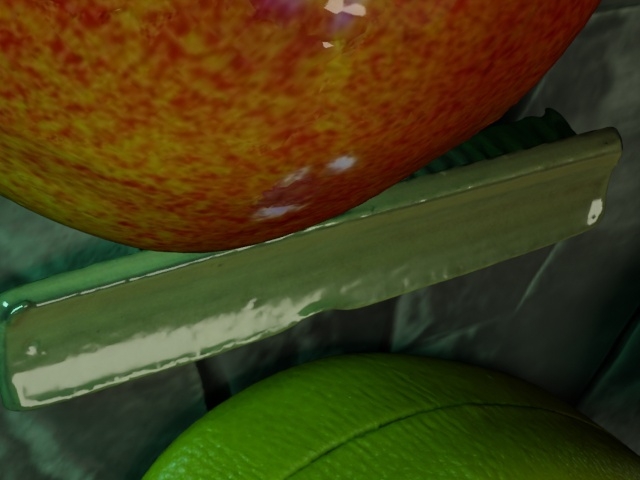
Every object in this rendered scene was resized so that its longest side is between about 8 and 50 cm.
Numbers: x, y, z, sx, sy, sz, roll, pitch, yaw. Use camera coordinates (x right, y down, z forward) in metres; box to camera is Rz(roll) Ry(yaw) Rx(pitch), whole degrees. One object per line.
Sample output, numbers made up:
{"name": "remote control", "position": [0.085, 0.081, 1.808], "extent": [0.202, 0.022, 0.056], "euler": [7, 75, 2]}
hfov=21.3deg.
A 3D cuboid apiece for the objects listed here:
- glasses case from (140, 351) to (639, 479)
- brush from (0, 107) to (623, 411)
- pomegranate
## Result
{"name": "glasses case", "position": [0.073, 0.158, 0.805], "extent": [0.371, 0.141, 0.173], "euler": [19, 104, -53]}
{"name": "brush", "position": [0.000, 0.000, 0.675], "extent": [0.282, 0.048, 0.054], "euler": [-17, 130, -29]}
{"name": "pomegranate", "position": [-0.039, -0.099, 0.408], "extent": [0.221, 0.221, 0.256], "euler": [-30, 166, -28]}
